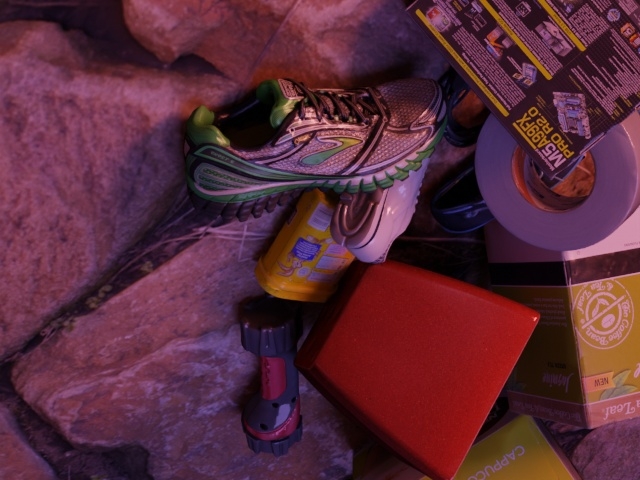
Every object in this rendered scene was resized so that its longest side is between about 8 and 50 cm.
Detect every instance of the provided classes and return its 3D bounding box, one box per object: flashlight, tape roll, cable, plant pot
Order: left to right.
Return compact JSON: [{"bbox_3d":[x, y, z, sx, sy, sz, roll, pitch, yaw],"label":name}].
[{"bbox_3d":[-0.082,0.213,1.639,0.103,0.103,0.304,9,137,12],"label":"flashlight"},{"bbox_3d":[0.113,0.159,1.508,0.235,0.267,0.267,32,82,-6],"label":"plant pot"},{"bbox_3d":[0.229,-0.202,1.415,0.150,0.047,0.184,2,131,-39],"label":"cable"},{"bbox_3d":[0.314,-0.100,1.364,0.072,0.219,0.219,-28,153,-52],"label":"tape roll"}]

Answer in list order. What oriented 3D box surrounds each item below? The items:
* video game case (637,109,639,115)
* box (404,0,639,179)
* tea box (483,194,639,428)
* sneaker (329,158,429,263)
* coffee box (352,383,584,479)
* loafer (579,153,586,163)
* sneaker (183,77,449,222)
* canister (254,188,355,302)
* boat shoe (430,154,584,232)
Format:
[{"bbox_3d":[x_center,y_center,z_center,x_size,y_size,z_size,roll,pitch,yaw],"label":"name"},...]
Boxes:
[{"bbox_3d":[0.536,-0.153,1.659,0.166,0.015,0.119,-2,133,-28],"label":"video game case"},{"bbox_3d":[0.267,-0.242,1.239,0.216,0.270,0.060,-41,-179,15],"label":"box"},{"bbox_3d":[0.455,0.086,1.591,0.329,0.220,0.324,-10,92,-21],"label":"tea box"},{"bbox_3d":[0.098,-0.083,1.392,0.095,0.090,0.235,32,87,-47],"label":"sneaker"},{"bbox_3d":[0.284,0.466,1.824,0.337,0.338,0.334,-34,-175,6],"label":"coffee box"},{"bbox_3d":[0.350,-0.100,1.589,0.045,0.039,0.125,16,124,-41],"label":"loafer"},{"bbox_3d":[-0.001,-0.133,1.282,0.343,0.134,0.146,-18,139,-11],"label":"sneaker"},{"bbox_3d":[0.000,0.000,1.473,0.126,0.073,0.170,9,127,-36],"label":"canister"},{"bbox_3d":[0.273,-0.095,1.496,0.258,0.109,0.089,-42,149,13],"label":"boat shoe"}]
